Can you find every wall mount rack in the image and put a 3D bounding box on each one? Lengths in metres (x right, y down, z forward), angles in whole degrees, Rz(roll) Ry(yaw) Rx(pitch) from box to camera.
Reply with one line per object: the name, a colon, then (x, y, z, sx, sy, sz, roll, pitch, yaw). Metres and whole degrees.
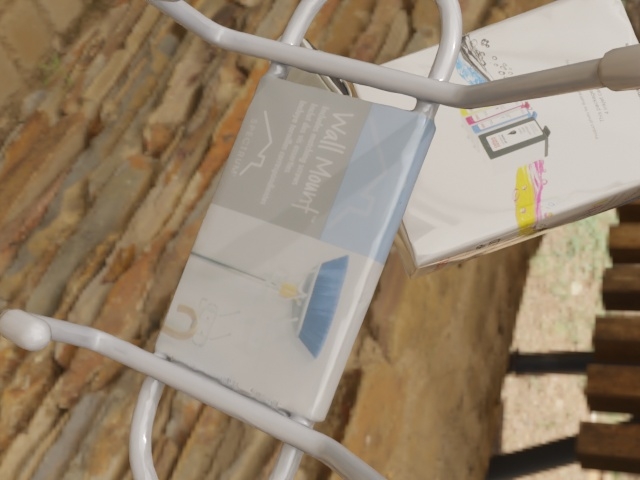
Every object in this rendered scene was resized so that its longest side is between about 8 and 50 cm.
wall mount rack: (0.000, 0.000, 0.489, 0.130, 0.304, 0.350, 27, 83, -59)

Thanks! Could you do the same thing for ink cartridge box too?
ink cartridge box: (0.158, -0.084, 0.868, 0.171, 0.232, 0.168, 66, 4, -83)

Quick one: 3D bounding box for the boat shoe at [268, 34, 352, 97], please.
boat shoe: (0.003, -0.089, 0.680, 0.038, 0.046, 0.125, 15, 39, -49)
